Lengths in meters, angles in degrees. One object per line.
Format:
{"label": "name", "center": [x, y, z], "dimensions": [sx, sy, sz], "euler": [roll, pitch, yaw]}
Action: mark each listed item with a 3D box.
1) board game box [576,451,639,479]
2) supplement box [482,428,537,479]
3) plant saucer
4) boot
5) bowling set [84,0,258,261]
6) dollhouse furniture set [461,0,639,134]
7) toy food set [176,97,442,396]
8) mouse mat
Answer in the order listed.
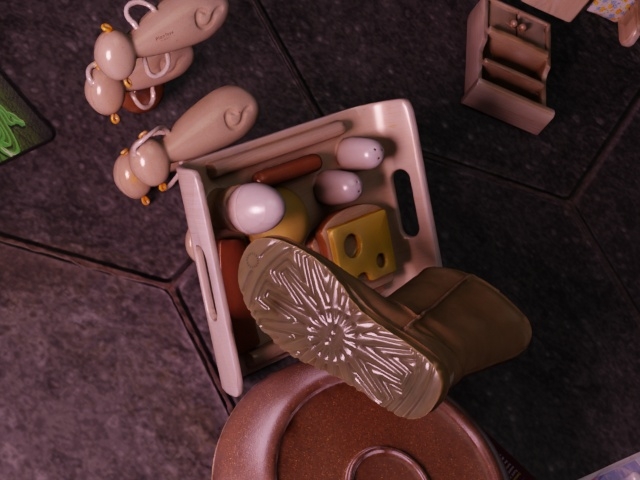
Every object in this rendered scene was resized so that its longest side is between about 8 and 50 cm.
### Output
{"label": "board game box", "center": [0.448, 0.376, 1.822], "dimensions": [0.390, 0.050, 0.390], "euler": [-15, 66, -39]}
{"label": "supplement box", "center": [0.107, 0.228, 1.703], "dimensions": [0.239, 0.073, 0.130], "euler": [44, 47, 5]}
{"label": "plant saucer", "center": [0.055, 0.234, 1.593], "dimensions": [0.310, 0.050, 0.311], "euler": [13, 54, -19]}
{"label": "boot", "center": [0.065, 0.065, 1.675], "dimensions": [0.236, 0.089, 0.269], "euler": [41, 22, 11]}
{"label": "bowling set", "center": [-0.168, -0.110, 1.757], "dimensions": [0.154, 0.200, 0.287], "euler": [-33, 115, -34]}
{"label": "dollhouse furniture set", "center": [0.275, -0.270, 2.082], "dimensions": [0.212, 0.242, 0.161], "euler": [21, 48, -17]}
{"label": "toy food set", "center": [0.000, 0.000, 1.724], "dimensions": [0.306, 0.092, 0.220], "euler": [-21, 104, -41]}
{"label": "mouse mat", "center": [-0.372, -0.144, 1.738], "dimensions": [0.190, 0.007, 0.152], "euler": [49, 45, 9]}
